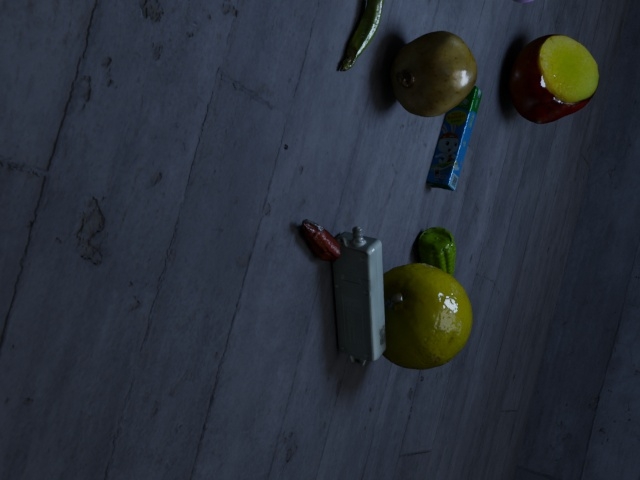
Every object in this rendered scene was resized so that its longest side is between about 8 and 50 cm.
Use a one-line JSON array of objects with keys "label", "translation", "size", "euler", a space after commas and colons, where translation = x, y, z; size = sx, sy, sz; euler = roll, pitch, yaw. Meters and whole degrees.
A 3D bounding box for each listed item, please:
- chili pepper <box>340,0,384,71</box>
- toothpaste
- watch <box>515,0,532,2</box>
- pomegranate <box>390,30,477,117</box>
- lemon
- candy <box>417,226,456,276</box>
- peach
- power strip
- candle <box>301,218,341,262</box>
[{"label": "chili pepper", "translation": [0.089, -0.413, 1.637], "size": [0.049, 0.043, 0.208], "euler": [34, 72, -74]}, {"label": "toothpaste", "translation": [0.336, -0.259, 2.134], "size": [0.050, 0.065, 0.267], "euler": [27, 78, -58]}, {"label": "watch", "translation": [0.433, -0.661, 1.948], "size": [0.217, 0.248, 0.211], "euler": [-33, 129, -56]}, {"label": "pomegranate", "translation": [0.230, -0.349, 1.783], "size": [0.196, 0.196, 0.196], "euler": [-34, 130, -52]}, {"label": "lemon", "translation": [0.211, 0.165, 1.909], "size": [0.219, 0.240, 0.241], "euler": [28, 77, -53]}, {"label": "candy", "translation": [0.302, 0.054, 2.184], "size": [0.097, 0.096, 0.210], "euler": [-59, 153, -30]}, {"label": "peach", "translation": [0.662, -0.452, 2.466], "size": [0.274, 0.248, 0.245], "euler": [-39, 157, -43]}, {"label": "power strip", "translation": [0.081, 0.113, 1.785], "size": [0.058, 0.098, 0.338], "euler": [-41, 136, -45]}, {"label": "candle", "translation": [0.000, 0.000, 1.641], "size": [0.053, 0.048, 0.162], "euler": [-52, 148, -5]}]
